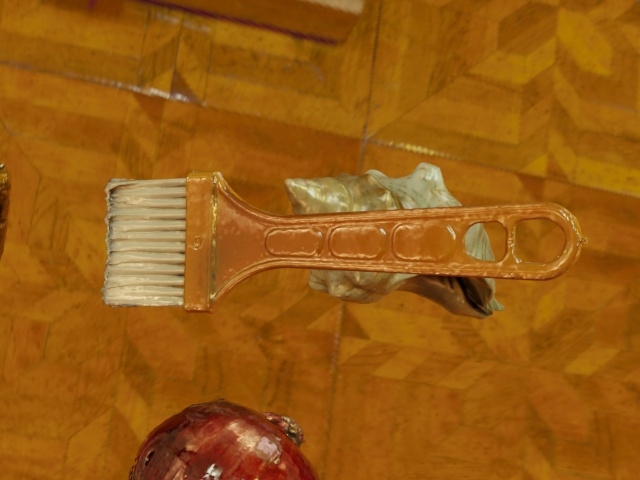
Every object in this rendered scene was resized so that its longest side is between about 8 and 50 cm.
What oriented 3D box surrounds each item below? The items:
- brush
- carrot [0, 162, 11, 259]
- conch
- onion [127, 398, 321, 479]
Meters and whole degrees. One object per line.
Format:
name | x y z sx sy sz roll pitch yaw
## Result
brush | 0.000 0.000 0.653 0.315 0.017 0.090 0 87 27
carrot | -0.449 -0.001 1.460 0.066 0.314 0.066 14 47 -15
conch | 0.105 -0.005 1.270 0.386 0.203 0.169 10 85 -41
onion | -0.139 0.417 1.704 0.342 0.341 0.341 3 77 -14
